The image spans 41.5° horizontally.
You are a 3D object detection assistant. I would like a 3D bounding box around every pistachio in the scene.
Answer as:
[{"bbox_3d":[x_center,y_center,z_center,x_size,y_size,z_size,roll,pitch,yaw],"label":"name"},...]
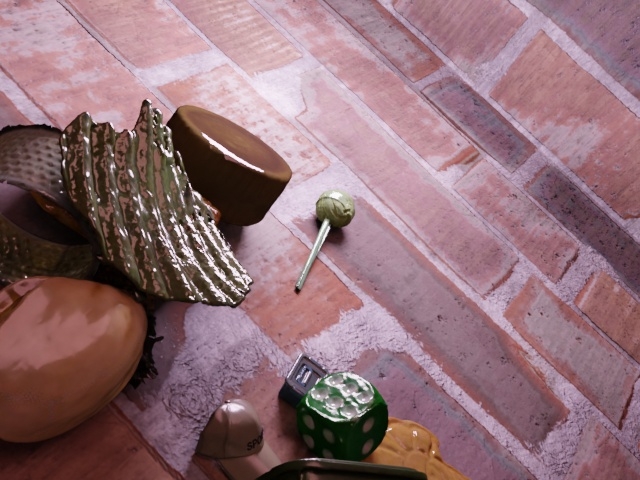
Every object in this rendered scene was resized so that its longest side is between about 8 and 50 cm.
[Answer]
[{"bbox_3d":[-0.407,0.169,1.289,0.321,0.229,0.237,-31,107,-43],"label":"pistachio"}]

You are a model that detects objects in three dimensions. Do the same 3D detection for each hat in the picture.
[{"bbox_3d":[-0.112,0.349,1.456,0.175,0.085,0.147,43,36,7],"label":"hat"}]

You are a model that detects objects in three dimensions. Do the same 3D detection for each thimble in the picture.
[{"bbox_3d":[-0.475,-0.046,1.416,0.271,0.271,0.150,29,40,-14],"label":"thimble"}]

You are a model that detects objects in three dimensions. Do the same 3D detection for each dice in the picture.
[{"bbox_3d":[0.040,0.324,1.540,0.131,0.120,0.128,-30,42,-33],"label":"dice"}]

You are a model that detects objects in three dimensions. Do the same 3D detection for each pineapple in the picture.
[{"bbox_3d":[-0.330,0.138,1.475,0.125,0.125,0.251,12,50,-32],"label":"pineapple"}]

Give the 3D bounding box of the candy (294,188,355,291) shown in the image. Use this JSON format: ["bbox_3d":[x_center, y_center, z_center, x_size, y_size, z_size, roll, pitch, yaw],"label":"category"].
[{"bbox_3d":[0.000,0.000,1.945,0.092,0.093,0.335,2,42,22],"label":"candy"}]

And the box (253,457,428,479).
[{"bbox_3d":[-0.010,0.451,1.258,0.253,0.329,0.177,12,56,-29],"label":"box"}]

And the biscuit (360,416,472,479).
[{"bbox_3d":[0.168,0.478,1.587,0.351,0.057,0.312,-3,55,-42],"label":"biscuit"}]

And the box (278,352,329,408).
[{"bbox_3d":[-0.036,0.275,1.625,0.074,0.054,0.099,39,37,-3],"label":"box"}]

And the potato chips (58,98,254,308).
[{"bbox_3d":[-0.255,-0.046,1.423,0.389,0.097,0.373,59,22,0],"label":"potato chips"}]

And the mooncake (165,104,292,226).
[{"bbox_3d":[-0.216,-0.155,1.800,0.284,0.155,0.284,31,20,-12],"label":"mooncake"}]

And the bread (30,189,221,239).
[{"bbox_3d":[-0.370,-0.058,1.612,0.344,0.149,0.195,35,43,-11],"label":"bread"}]
